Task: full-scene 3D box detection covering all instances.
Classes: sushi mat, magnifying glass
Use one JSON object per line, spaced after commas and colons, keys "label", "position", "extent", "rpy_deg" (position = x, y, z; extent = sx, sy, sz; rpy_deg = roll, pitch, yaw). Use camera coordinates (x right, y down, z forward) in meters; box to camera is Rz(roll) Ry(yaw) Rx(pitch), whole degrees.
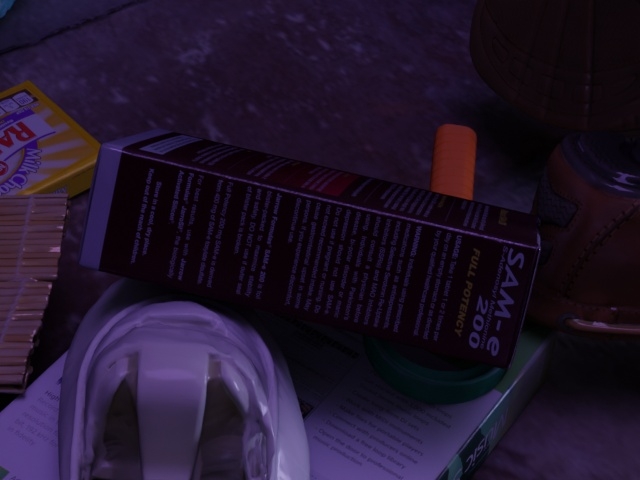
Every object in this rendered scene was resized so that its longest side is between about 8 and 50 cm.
{"label": "sushi mat", "position": [-0.314, 0.030, 0.974], "extent": [0.317, 0.019, 0.151], "rpy_deg": [0, 46, 9]}
{"label": "magnifying glass", "position": [0.079, 0.009, 0.995], "extent": [0.092, 0.026, 0.231], "rpy_deg": [8, 43, 1]}

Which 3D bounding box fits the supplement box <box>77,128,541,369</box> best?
{"label": "supplement box", "position": [0.000, 0.000, 0.890], "extent": [0.239, 0.073, 0.130], "rpy_deg": [13, 9, 7]}

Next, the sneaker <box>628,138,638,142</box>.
{"label": "sneaker", "position": [0.263, -0.147, 1.203], "extent": [0.163, 0.086, 0.226], "rpy_deg": [-30, 53, -29]}

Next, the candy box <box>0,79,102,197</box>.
{"label": "candy box", "position": [-0.255, -0.037, 1.081], "extent": [0.206, 0.027, 0.105], "rpy_deg": [-31, 57, -30]}

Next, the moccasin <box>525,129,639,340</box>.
{"label": "moccasin", "position": [0.308, 0.032, 0.996], "extent": [0.380, 0.147, 0.139], "rpy_deg": [4, 28, -20]}

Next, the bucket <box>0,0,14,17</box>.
{"label": "bucket", "position": [-0.348, -0.274, 1.198], "extent": [0.281, 0.183, 0.281], "rpy_deg": [2, 45, -2]}

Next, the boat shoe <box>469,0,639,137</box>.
{"label": "boat shoe", "position": [0.246, -0.117, 1.059], "extent": [0.110, 0.121, 0.341], "rpy_deg": [6, 10, -44]}

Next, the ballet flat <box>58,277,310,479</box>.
{"label": "ballet flat", "position": [-0.071, 0.132, 0.782], "extent": [0.139, 0.139, 0.400], "rpy_deg": [2, 46, -4]}

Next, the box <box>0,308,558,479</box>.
{"label": "box", "position": [-0.035, 0.109, 0.939], "extent": [0.232, 0.058, 0.322], "rpy_deg": [28, 50, 21]}
